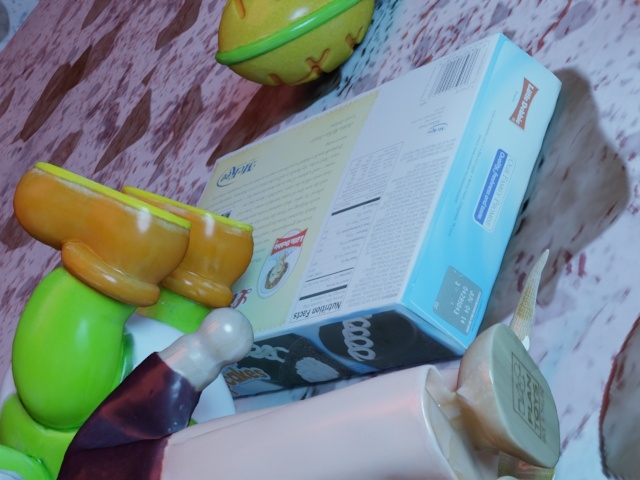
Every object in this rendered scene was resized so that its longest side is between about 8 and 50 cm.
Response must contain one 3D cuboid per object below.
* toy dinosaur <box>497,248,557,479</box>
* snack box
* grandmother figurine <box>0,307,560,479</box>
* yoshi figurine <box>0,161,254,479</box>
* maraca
[{"bbox_3d":[0.073,0.099,0.659,0.093,0.053,0.183,-7,57,39],"label":"toy dinosaur"},{"bbox_3d":[0.000,0.000,0.886,0.322,0.060,0.187,-18,44,53],"label":"snack box"},{"bbox_3d":[-0.063,0.125,0.639,0.342,0.104,0.208,-17,44,25],"label":"grandmother figurine"},{"bbox_3d":[-0.177,0.136,0.826,0.203,0.204,0.362,-158,85,-72],"label":"yoshi figurine"},{"bbox_3d":[-0.003,-0.187,1.102,0.186,0.099,0.127,-34,20,-20],"label":"maraca"}]
